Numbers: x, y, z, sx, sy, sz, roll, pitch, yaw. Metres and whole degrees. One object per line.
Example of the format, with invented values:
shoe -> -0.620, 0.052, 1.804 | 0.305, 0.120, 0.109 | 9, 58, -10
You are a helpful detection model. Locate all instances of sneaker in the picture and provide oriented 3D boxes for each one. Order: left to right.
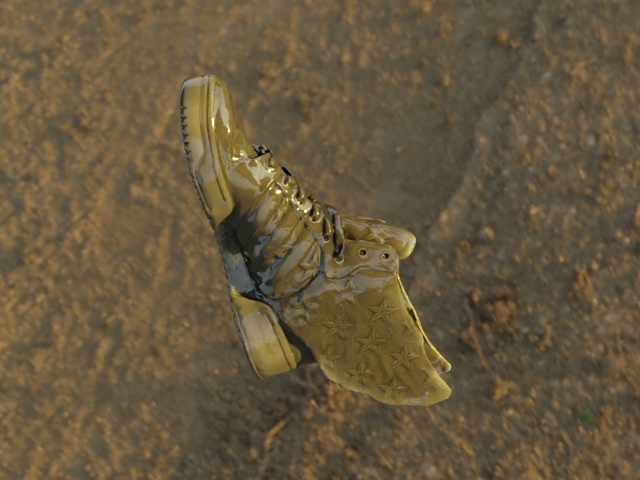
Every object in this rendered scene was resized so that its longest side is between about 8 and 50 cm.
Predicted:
sneaker -> 0.000, 0.001, 0.558 | 0.089, 0.170, 0.051 | -13, 20, 4
